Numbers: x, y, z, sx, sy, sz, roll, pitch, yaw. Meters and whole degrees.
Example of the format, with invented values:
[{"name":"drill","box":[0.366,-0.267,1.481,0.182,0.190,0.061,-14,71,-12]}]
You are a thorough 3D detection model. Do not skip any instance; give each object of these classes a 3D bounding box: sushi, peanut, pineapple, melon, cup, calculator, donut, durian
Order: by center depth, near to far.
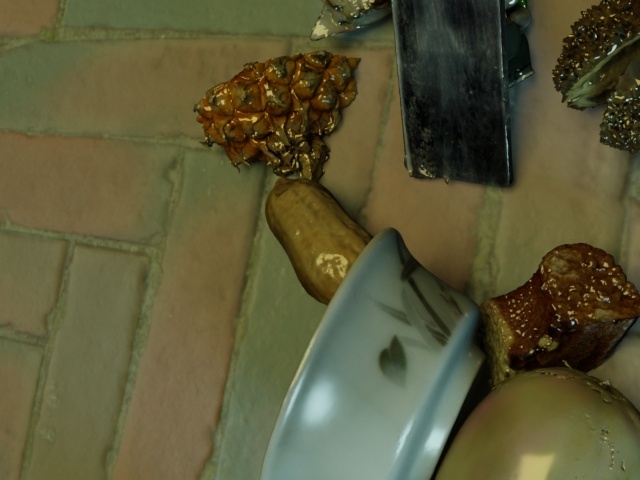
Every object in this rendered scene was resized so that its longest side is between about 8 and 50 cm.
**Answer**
[{"name":"melon","box":[0.230,0.282,1.198,0.223,0.223,0.317,26,100,33]},{"name":"cup","box":[0.082,0.173,1.280,0.163,0.347,0.347,23,91,13]},{"name":"durian","box":[0.366,-0.198,1.284,0.196,0.167,0.196,-1,80,5]},{"name":"donut","box":[0.261,0.100,1.294,0.187,0.144,0.126,110,146,-53]},{"name":"calculator","box":[0.161,-0.191,1.386,0.161,0.021,0.262,13,121,36]},{"name":"peanut","box":[0.000,0.000,1.472,0.110,0.120,0.236,-54,47,15]},{"name":"sushi","box":[0.099,-0.359,1.512,0.273,0.109,0.134,-50,62,29]},{"name":"pineapple","box":[-0.070,-0.155,1.538,0.249,0.140,0.164,-15,73,24]}]

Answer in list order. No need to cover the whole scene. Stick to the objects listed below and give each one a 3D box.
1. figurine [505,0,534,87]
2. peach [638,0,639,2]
[{"name":"figurine","box":[0.194,-0.276,1.404,0.147,0.126,0.192,-30,97,10]},{"name":"peach","box":[0.450,-0.372,1.129,0.388,0.388,0.388,-8,75,30]}]
